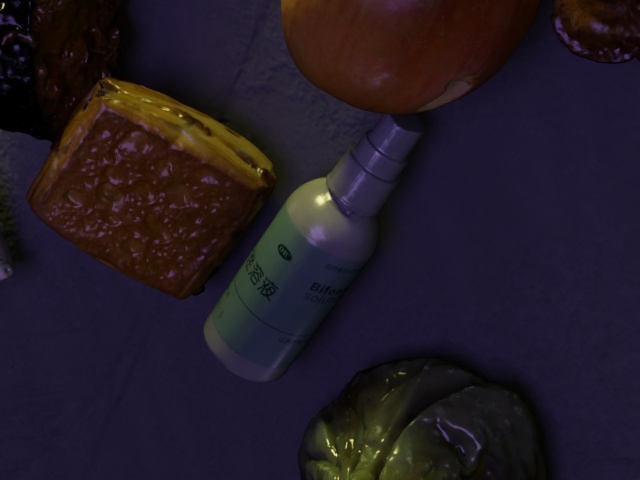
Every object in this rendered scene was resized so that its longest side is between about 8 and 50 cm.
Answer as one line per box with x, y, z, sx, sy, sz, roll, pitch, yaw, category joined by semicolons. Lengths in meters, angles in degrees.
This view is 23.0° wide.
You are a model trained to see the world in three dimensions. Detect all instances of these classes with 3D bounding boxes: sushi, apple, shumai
-0.325;-0.272;1.706;0.207;0.234;0.348;19;119;20;sushi
0.085;-0.241;1.512;0.242;0.242;0.241;37;132;11;apple
0.069;0.297;1.672;0.304;0.263;0.309;6;109;23;shumai

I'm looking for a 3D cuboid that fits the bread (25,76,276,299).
-0.187;-0.064;1.752;0.235;0.099;0.210;30;118;-13;bread

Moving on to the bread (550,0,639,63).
0.332;-0.277;1.425;0.247;0.135;0.232;0;106;27;bread

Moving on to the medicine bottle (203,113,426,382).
0.000;0.000;1.696;0.110;0.110;0.352;41;120;9;medicine bottle

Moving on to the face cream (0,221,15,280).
-0.476;-0.101;1.908;0.102;0.102;0.345;-23;95;30;face cream
